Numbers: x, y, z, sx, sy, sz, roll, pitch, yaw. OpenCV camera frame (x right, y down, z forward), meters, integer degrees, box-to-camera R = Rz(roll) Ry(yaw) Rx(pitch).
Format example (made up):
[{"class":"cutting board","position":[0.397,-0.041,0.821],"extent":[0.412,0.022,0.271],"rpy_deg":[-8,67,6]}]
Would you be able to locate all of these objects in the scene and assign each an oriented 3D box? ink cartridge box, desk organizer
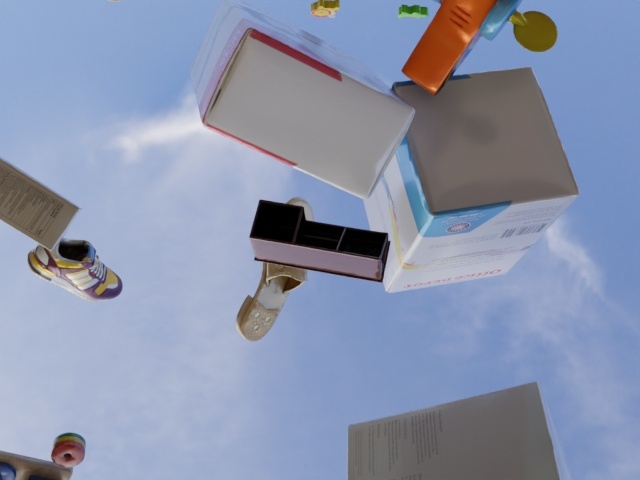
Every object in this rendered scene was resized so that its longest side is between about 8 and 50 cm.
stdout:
[{"class":"ink cartridge box","position":[-0.038,-0.196,1.036],"extent":[0.131,0.226,0.306],"rpy_deg":[-62,-158,18]},{"class":"desk organizer","position":[0.000,0.000,0.778],"extent":[0.130,0.050,0.047],"rpy_deg":[10,-115,9]},{"class":"ink cartridge box","position":[0.186,-0.073,1.118],"extent":[0.198,0.270,0.197],"rpy_deg":[-8,-112,-12]}]

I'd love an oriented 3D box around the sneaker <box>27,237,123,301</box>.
[{"class":"sneaker","position":[-0.395,0.047,1.362],"extent":[0.083,0.185,0.070],"rpy_deg":[-31,-126,26]}]

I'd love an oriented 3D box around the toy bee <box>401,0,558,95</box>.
[{"class":"toy bee","position":[0.209,-0.301,0.920],"extent":[0.298,0.195,0.162],"rpy_deg":[-25,-162,51]}]

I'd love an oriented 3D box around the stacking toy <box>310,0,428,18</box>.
[{"class":"stacking toy","position":[0.091,-0.500,1.516],"extent":[0.221,0.052,0.167],"rpy_deg":[1,-99,-8]}]

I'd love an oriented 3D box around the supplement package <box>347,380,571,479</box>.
[{"class":"supplement package","position":[0.189,0.343,1.034],"extent":[0.262,0.198,0.199],"rpy_deg":[-17,-144,15]}]

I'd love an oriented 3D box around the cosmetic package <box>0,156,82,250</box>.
[{"class":"cosmetic package","position":[-0.332,-0.043,0.901],"extent":[0.115,0.041,0.060],"rpy_deg":[35,-94,-11]}]

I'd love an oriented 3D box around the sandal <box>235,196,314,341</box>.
[{"class":"sandal","position":[-0.050,0.058,1.248],"extent":[0.079,0.088,0.240],"rpy_deg":[33,-79,48]}]

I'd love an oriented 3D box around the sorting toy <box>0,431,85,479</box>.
[{"class":"sorting toy","position":[-0.443,0.376,1.150],"extent":[0.275,0.132,0.046],"rpy_deg":[-59,-155,23]}]
